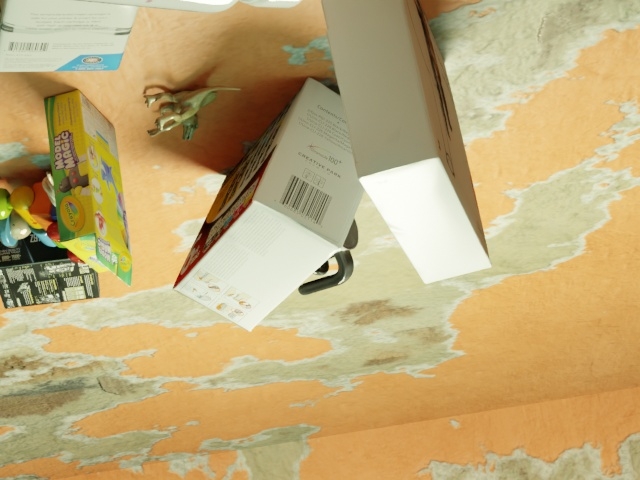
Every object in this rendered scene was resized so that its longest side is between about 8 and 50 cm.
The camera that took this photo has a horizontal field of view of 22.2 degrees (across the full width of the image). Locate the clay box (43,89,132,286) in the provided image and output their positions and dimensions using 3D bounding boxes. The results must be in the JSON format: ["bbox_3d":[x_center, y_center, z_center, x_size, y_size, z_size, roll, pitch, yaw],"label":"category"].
[{"bbox_3d":[-0.283,-0.057,2.003,0.053,0.222,0.127,-13,159,11],"label":"clay box"}]

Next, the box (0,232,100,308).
[{"bbox_3d":[-0.402,0.028,2.382,0.147,0.077,0.180,-7,160,-6],"label":"box"}]

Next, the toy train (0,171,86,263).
[{"bbox_3d":[-0.386,-0.052,2.169,0.143,0.105,0.248,1,161,11],"label":"toy train"}]

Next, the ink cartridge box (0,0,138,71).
[{"bbox_3d":[-0.267,-0.252,1.697,0.139,0.082,0.191,-2,157,-18],"label":"ink cartridge box"}]

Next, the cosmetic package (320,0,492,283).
[{"bbox_3d":[0.097,-0.142,1.853,0.097,0.284,0.377,-13,160,10],"label":"cosmetic package"}]

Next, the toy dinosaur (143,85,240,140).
[{"bbox_3d":[-0.167,-0.170,2.025,0.092,0.053,0.183,-17,171,-24],"label":"toy dinosaur"}]

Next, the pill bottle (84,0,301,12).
[{"bbox_3d":[-0.150,-0.296,1.519,0.283,0.160,0.160,1,157,-27],"label":"pill bottle"}]

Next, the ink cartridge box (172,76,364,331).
[{"bbox_3d":[-0.044,-0.066,2.146,0.130,0.272,0.309,30,148,-11],"label":"ink cartridge box"}]

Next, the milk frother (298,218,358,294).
[{"bbox_3d":[0.000,0.000,2.481,0.135,0.129,0.143,-21,-161,30],"label":"milk frother"}]
